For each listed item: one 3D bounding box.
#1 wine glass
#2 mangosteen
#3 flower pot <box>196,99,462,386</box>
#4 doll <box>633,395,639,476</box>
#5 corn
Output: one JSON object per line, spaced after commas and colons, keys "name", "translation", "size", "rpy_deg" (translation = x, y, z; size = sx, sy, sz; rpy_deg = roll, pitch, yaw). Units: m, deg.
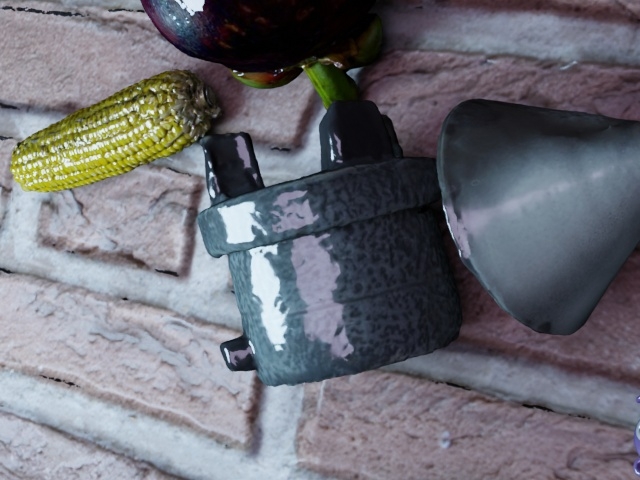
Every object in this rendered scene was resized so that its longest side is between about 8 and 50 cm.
{"name": "wine glass", "translation": [0.343, -0.095, 0.882], "size": [0.406, 0.267, 0.267], "rpy_deg": [-27, 77, 37]}
{"name": "mangosteen", "translation": [-0.059, -0.300, 1.116], "size": [0.306, 0.306, 0.360], "rpy_deg": [-6, 106, 24]}
{"name": "flower pot", "translation": [0.000, 0.000, 1.092], "size": [0.299, 0.299, 0.283], "rpy_deg": [-12, 92, 23]}
{"name": "doll", "translation": [0.395, 0.165, 1.006], "size": [0.206, 0.067, 0.110], "rpy_deg": [-51, 40, 2]}
{"name": "corn", "translation": [-0.281, -0.140, 1.306], "size": [0.317, 0.115, 0.115], "rpy_deg": [-20, 80, 22]}
